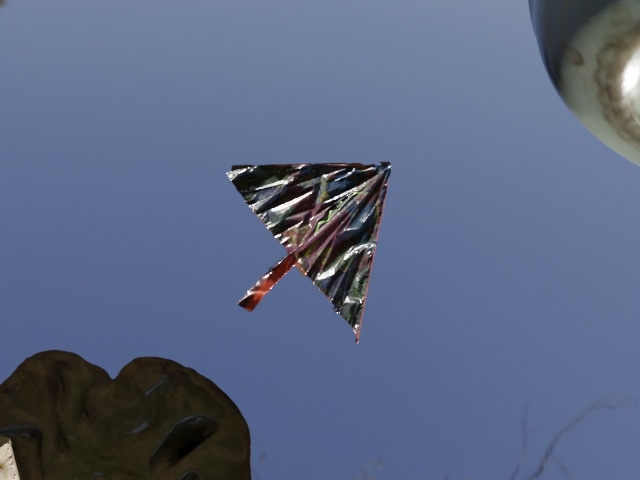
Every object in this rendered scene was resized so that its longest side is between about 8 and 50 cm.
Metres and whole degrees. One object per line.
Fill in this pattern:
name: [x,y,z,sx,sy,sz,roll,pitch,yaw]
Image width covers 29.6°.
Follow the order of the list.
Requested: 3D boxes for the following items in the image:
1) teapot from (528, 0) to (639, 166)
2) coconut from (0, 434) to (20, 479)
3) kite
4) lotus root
teapot: [0.229,-0.158,0.580,0.220,0.318,0.149,25,-125,-8]
coconut: [-0.390,0.260,1.328,0.116,0.122,0.116,-8,-158,3]
kite: [0.000,0.000,1.098,0.189,0.232,0.009,-43,-148,-2]
lotus root: [-0.273,0.320,1.527,0.390,0.111,0.375,-4,-113,-24]
